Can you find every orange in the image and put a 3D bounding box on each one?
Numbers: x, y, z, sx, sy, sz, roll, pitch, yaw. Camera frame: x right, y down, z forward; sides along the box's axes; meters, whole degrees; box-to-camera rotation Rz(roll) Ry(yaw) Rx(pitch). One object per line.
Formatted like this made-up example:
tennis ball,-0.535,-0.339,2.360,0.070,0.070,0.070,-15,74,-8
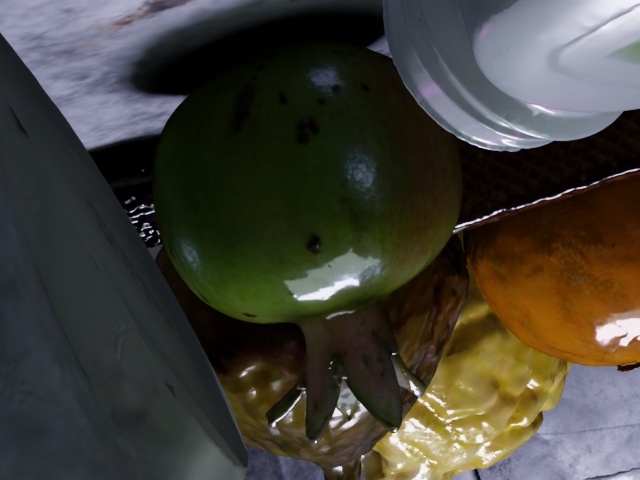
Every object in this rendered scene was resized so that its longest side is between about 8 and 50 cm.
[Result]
orange,0.263,-0.024,1.069,0.284,0.226,0.284,-30,-170,6

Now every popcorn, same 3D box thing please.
popcorn,0.128,0.111,1.495,0.390,0.344,0.354,-27,158,-2

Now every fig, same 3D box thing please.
fig,0.013,0.117,1.099,0.286,0.369,0.286,-17,-159,7

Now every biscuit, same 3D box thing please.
biscuit,0.231,-0.102,0.900,0.388,0.107,0.073,-18,174,22
biscuit,-0.139,-0.026,0.920,0.194,0.053,0.194,-16,173,-2

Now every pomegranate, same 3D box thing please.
pomegranate,0.000,0.000,0.716,0.181,0.224,0.181,-16,-177,1

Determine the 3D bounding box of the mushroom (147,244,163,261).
mushroom,-0.207,0.056,1.314,0.109,0.097,0.351,-11,170,-42

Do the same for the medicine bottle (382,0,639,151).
medicine bottle,0.148,-0.126,0.420,0.179,0.124,0.324,-12,171,-30

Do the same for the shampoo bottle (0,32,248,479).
shampoo bottle,-0.198,0.076,0.428,0.317,0.322,0.322,-22,173,5
